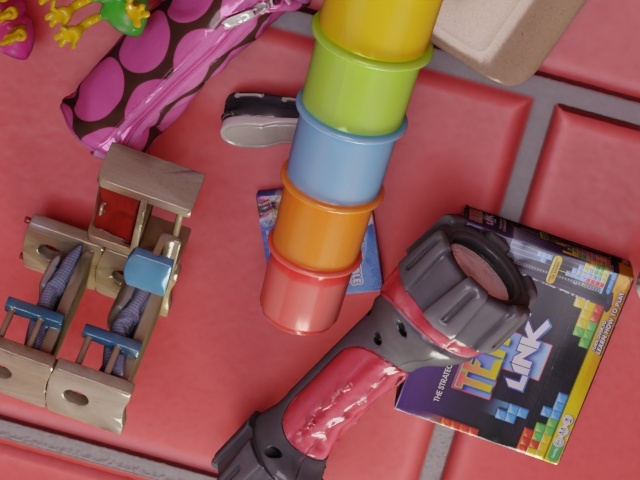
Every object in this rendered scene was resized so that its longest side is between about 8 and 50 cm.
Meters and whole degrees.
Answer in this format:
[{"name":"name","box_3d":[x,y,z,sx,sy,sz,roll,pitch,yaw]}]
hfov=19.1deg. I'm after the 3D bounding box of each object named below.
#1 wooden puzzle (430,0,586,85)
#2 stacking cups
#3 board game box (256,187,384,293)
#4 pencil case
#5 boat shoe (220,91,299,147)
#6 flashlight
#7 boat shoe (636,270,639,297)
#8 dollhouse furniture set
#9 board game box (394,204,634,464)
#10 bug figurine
[{"name":"wooden puzzle","box_3d":[0.091,-0.329,1.363,0.348,0.080,0.322,31,108,-10]},{"name":"stacking cups","box_3d":[0.012,-0.074,1.399,0.096,0.096,0.316,18,125,-1]},{"name":"board game box","box_3d":[0.000,0.000,1.502,0.090,0.020,0.090,-7,108,7]},{"name":"pencil case","box_3d":[-0.102,-0.140,1.423,0.095,0.098,0.209,31,113,-37]},{"name":"boat shoe","box_3d":[-0.014,-0.093,1.464,0.125,0.038,0.046,1,151,6]},{"name":"flashlight","box_3d":[0.032,0.113,1.455,0.304,0.103,0.103,-47,68,26]},{"name":"boat shoe","box_3d":[0.335,-0.027,1.439,0.227,0.079,0.081,-26,97,6]},{"name":"dollhouse furniture set","box_3d":[-0.179,0.029,1.429,0.129,0.129,0.183,19,144,-1]},{"name":"board game box","box_3d":[0.151,0.075,1.498,0.141,0.048,0.170,18,108,-2]},{"name":"bug figurine","box_3d":[-0.220,-0.238,1.391,0.279,0.072,0.216,-9,108,34]}]
